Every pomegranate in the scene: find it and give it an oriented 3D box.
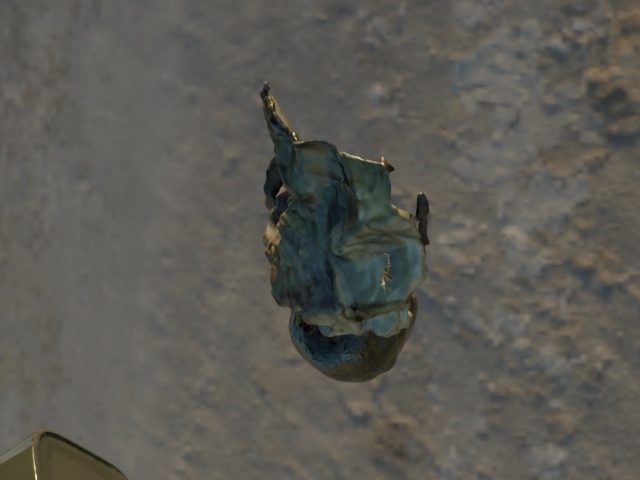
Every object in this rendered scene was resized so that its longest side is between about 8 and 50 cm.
[{"bbox_3d":[0.036,0.070,1.662,0.125,0.138,0.163,39,154,14],"label":"pomegranate"}]

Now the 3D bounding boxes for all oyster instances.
[{"bbox_3d":[0.000,0.004,1.348,0.201,0.107,0.354,48,169,15],"label":"oyster"}]

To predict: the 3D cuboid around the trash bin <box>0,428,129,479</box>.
[{"bbox_3d":[-0.334,0.348,1.775,0.250,0.219,0.220,-38,43,17],"label":"trash bin"}]
